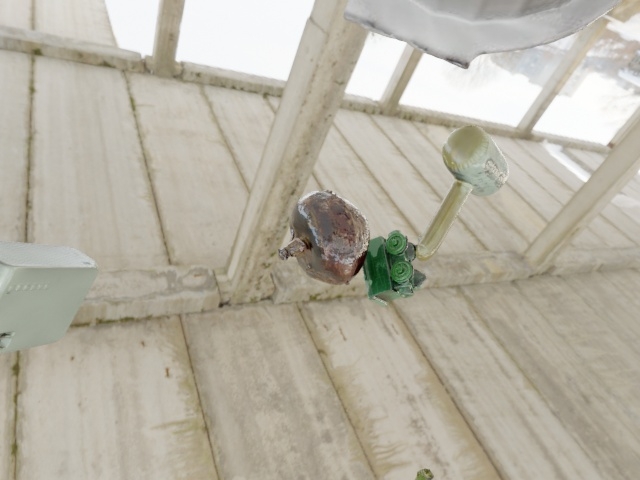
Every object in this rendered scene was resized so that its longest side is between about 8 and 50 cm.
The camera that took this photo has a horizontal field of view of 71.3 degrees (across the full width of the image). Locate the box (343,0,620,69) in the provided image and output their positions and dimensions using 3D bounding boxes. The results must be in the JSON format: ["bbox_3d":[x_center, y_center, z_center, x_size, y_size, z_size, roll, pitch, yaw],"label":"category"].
[{"bbox_3d":[0.108,-0.273,0.210,0.206,0.262,0.291,-2,-104,-83],"label":"box"}]

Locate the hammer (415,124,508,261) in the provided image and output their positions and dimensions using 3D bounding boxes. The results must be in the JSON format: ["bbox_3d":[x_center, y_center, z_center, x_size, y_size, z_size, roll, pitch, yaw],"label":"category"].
[{"bbox_3d":[0.298,-0.087,0.996,0.113,0.305,0.202,32,-176,43],"label":"hammer"}]

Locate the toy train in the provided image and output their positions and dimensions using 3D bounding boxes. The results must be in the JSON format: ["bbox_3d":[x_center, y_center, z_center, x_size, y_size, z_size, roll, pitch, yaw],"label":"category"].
[{"bbox_3d":[0.267,0.097,1.651,0.145,0.202,0.266,31,-136,-50],"label":"toy train"}]

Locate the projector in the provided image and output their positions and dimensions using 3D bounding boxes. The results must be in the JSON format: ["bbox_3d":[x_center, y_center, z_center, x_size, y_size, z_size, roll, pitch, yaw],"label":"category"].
[{"bbox_3d":[-0.597,0.111,0.888,0.108,0.198,0.250,30,-177,12],"label":"projector"}]

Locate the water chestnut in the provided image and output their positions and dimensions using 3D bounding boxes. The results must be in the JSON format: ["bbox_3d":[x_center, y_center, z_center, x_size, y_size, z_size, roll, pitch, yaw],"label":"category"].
[{"bbox_3d":[0.000,0.000,1.525,0.302,0.350,0.350,-14,-130,-21],"label":"water chestnut"}]

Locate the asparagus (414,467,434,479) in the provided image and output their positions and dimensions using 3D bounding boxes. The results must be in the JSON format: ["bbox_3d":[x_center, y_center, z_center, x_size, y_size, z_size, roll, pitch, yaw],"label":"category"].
[{"bbox_3d":[0.217,0.568,1.014,0.036,0.165,0.030,-10,-139,-26],"label":"asparagus"}]
